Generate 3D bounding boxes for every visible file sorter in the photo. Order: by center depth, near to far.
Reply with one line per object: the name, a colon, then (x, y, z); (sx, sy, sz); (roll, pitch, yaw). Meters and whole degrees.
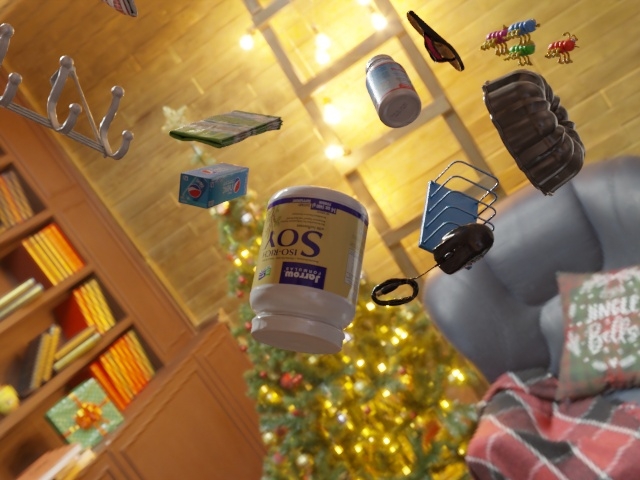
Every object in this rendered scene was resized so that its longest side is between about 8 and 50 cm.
file sorter: (0.277, -0.054, 1.554); (0.104, 0.118, 0.170); (-50, 21, 52)

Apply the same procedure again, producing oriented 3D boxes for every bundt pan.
bundt pan: (0.534, -0.278, 1.922); (0.124, 0.331, 0.331); (-30, 9, 27)

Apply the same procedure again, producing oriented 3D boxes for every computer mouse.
computer mouse: (0.194, 0.044, 1.382); (0.242, 0.071, 0.041); (-33, -16, 6)

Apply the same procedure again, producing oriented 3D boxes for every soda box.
soda box: (-0.231, -0.124, 1.738); (0.071, 0.067, 0.210); (12, 14, 16)

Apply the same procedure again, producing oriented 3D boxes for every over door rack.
over door rack: (-0.466, -0.283, 1.329); (0.108, 0.239, 0.324); (-52, 49, 10)

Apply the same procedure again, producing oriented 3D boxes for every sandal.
sandal: (0.234, -0.411, 1.665); (0.040, 0.179, 0.067); (-41, -14, -4)

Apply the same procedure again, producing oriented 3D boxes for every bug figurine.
bug figurine: (0.587, -0.563, 2.235); (0.279, 0.072, 0.216); (9, -5, -40)

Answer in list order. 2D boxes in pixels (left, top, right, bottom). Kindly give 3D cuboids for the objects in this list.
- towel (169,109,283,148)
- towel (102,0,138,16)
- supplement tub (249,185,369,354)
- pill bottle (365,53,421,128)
towel: (-0.146, -0.174, 1.242); (0.113, 0.023, 0.152); (14, 28, 34)
towel: (-0.495, -0.614, 1.706); (0.037, 0.237, 0.329); (-29, 35, -16)
supplement tub: (-0.027, 0.069, 1.773); (0.241, 0.241, 0.331); (-23, 53, 56)
pill bottle: (0.137, -0.299, 1.557); (0.087, 0.087, 0.160); (-33, 43, 16)
